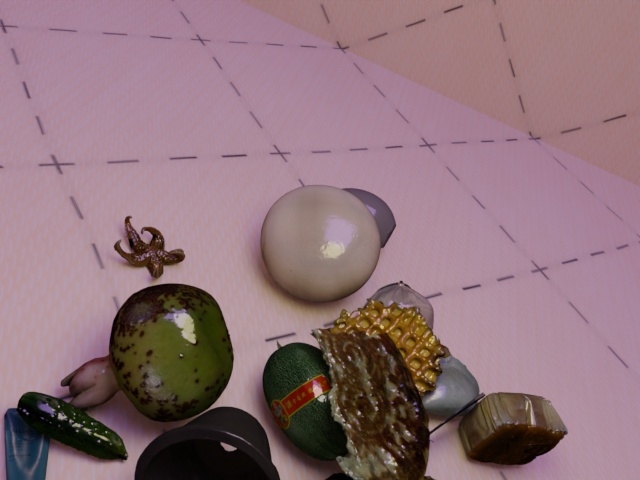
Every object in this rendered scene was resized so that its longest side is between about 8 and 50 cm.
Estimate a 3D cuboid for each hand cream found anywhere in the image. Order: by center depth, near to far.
[{"bbox_3d":[-0.526,0.395,1.102,0.083,0.048,0.224,4,40,-28],"label":"hand cream"}]

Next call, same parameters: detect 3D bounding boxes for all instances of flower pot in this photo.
[{"bbox_3d":[-0.186,0.414,1.126,0.269,0.268,0.166,25,20,-2],"label":"flower pot"}]

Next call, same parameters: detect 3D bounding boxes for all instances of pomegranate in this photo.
[{"bbox_3d":[-0.347,0.238,1.226,0.341,0.285,0.285,-19,53,-9],"label":"pomegranate"}]

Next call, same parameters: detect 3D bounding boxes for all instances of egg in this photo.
[{"bbox_3d":[0.106,-0.066,1.824,0.232,0.176,0.176,28,40,5],"label":"egg"}]

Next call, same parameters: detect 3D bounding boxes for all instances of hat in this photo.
[{"bbox_3d":[0.236,0.228,1.610,0.220,0.164,0.226,2,24,-24],"label":"hat"}]

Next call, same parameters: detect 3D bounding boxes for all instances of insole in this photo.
[{"bbox_3d":[0.256,0.427,1.373,0.310,0.110,0.012,-26,68,-29],"label":"insole"}]

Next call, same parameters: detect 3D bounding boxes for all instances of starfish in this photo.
[{"bbox_3d":[-0.438,0.018,1.524,0.190,0.074,0.146,39,40,15],"label":"starfish"}]

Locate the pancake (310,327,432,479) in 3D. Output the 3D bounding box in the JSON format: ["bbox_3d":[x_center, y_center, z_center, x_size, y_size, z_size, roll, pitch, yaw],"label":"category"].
[{"bbox_3d":[0.111,0.350,1.252,0.305,0.067,0.426,24,36,-34],"label":"pancake"}]

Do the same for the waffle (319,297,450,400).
[{"bbox_3d":[0.140,0.279,1.489,0.330,0.062,0.329,-3,52,3],"label":"waffle"}]

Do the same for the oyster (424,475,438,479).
[{"bbox_3d":[0.200,0.555,1.263,0.396,0.111,0.204,7,40,-16],"label":"oyster"}]

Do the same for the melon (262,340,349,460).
[{"bbox_3d":[-0.023,0.334,1.319,0.182,0.182,0.287,-14,54,-38],"label":"melon"}]

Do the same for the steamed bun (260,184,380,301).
[{"bbox_3d":[0.000,0.000,1.606,0.325,0.206,0.324,0,61,0],"label":"steamed bun"}]

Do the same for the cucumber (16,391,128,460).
[{"bbox_3d":[-0.459,0.352,1.145,0.227,0.069,0.069,34,38,-14],"label":"cucumber"}]

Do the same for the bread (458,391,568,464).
[{"bbox_3d":[0.443,0.446,1.427,0.192,0.209,0.109,12,47,-16],"label":"bread"}]

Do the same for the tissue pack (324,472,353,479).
[{"bbox_3d":[0.014,0.518,0.982,0.210,0.198,0.370,45,-2,20],"label":"tissue pack"}]

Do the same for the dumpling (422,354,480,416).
[{"bbox_3d":[0.296,0.364,1.515,0.217,0.104,0.149,4,46,-21],"label":"dumpling"}]
